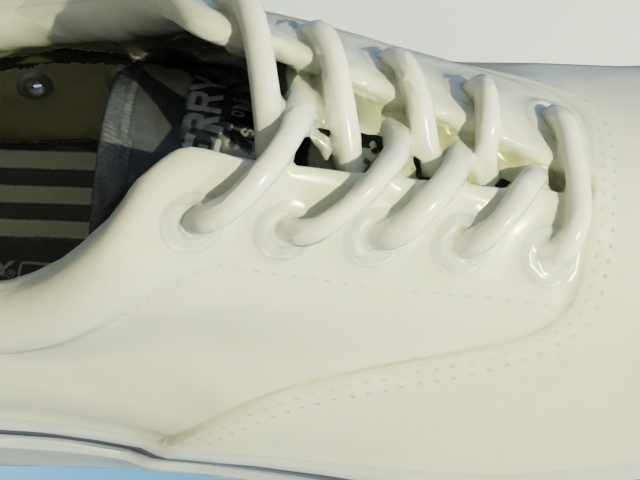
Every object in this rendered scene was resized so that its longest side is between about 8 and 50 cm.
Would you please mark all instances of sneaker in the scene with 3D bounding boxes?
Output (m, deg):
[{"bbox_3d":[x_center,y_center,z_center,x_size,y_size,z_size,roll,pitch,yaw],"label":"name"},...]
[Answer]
[{"bbox_3d":[0.000,0.000,0.354,0.091,0.258,0.094,72,16,-62],"label":"sneaker"}]

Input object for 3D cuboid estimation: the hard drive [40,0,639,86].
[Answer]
[{"bbox_3d":[0.040,-0.075,0.783,0.047,0.233,0.353,39,-6,39],"label":"hard drive"}]
